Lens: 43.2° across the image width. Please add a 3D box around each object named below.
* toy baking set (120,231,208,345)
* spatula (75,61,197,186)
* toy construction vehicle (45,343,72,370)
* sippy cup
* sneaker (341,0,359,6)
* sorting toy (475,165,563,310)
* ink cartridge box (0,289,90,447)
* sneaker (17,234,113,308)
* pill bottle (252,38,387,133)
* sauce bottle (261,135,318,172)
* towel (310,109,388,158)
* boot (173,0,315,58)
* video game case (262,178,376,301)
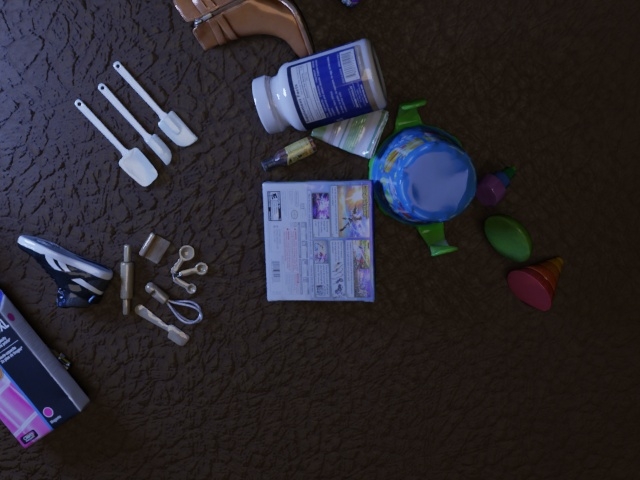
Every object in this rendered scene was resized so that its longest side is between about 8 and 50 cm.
[{"bbox_3d":[-0.359,0.113,1.832,0.196,0.030,0.256,7,98,-6],"label":"toy baking set"},{"bbox_3d":[-0.413,-0.257,1.777,0.168,0.019,0.242,-42,100,3],"label":"spatula"},{"bbox_3d":[-0.612,0.294,1.841,0.098,0.035,0.086,37,105,-4],"label":"toy construction vehicle"},{"bbox_3d":[0.232,-0.134,1.744,0.305,0.224,0.240,41,93,-9],"label":"sippy cup"},{"bbox_3d":[0.072,-0.653,1.712,0.146,0.102,0.294,-14,100,-3],"label":"sneaker"},{"bbox_3d":[0.466,-0.016,1.828,0.126,0.127,0.366,-40,116,-22],"label":"sorting toy"},{"bbox_3d":[-0.697,0.270,1.795,0.175,0.069,0.371,-34,97,14],"label":"ink cartridge box"},{"bbox_3d":[-0.582,0.081,1.784,0.216,0.079,0.121,25,95,-9],"label":"sneaker"},{"bbox_3d":[-0.001,-0.320,1.716,0.264,0.153,0.153,-14,100,12],"label":"pill bottle"},{"bbox_3d":[-0.070,-0.190,1.804,0.128,0.042,0.042,-26,100,2],"label":"sauce bottle"},{"bbox_3d":[0.063,-0.257,1.787,0.152,0.023,0.113,22,95,14],"label":"towel"},{"bbox_3d":[-0.158,-0.463,1.726,0.220,0.109,0.283,-32,115,10],"label":"boot"},{"bbox_3d":[0.000,0.000,1.803,0.244,0.061,0.270,0,100,10],"label":"video game case"}]
